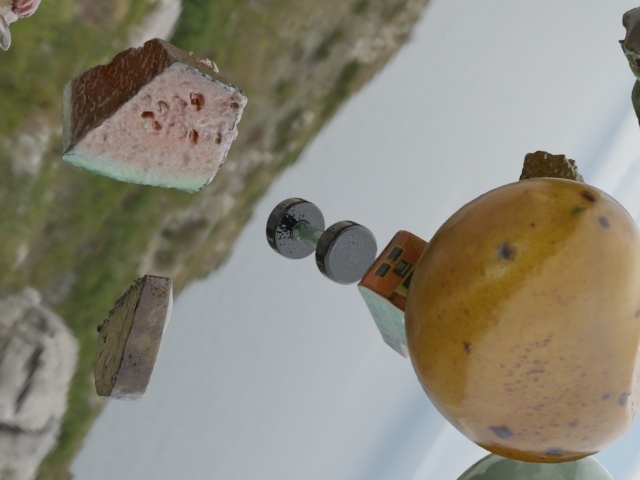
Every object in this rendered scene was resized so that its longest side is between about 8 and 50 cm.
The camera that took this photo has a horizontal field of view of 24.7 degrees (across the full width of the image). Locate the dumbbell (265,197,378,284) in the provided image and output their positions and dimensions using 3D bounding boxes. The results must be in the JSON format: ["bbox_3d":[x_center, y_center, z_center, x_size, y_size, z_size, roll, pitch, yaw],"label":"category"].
[{"bbox_3d":[0.000,0.000,2.295,0.100,0.100,0.191,-57,-146,-6],"label":"dumbbell"}]

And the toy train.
[{"bbox_3d":[0.097,0.060,1.310,0.072,0.099,0.188,-49,153,-12],"label":"toy train"}]

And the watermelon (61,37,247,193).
[{"bbox_3d":[-0.187,-0.171,1.781,0.256,0.192,0.140,-38,-131,55],"label":"watermelon"}]

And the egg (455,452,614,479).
[{"bbox_3d":[0.172,0.299,1.298,0.264,0.182,0.183,-56,171,-24],"label":"egg"}]

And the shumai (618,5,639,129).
[{"bbox_3d":[0.545,-0.235,2.003,0.222,0.260,0.225,61,29,-53],"label":"shumai"}]

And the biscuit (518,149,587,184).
[{"bbox_3d":[0.262,0.027,1.556,0.026,0.131,0.237,20,79,-71],"label":"biscuit"}]

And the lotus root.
[{"bbox_3d":[-0.289,0.162,2.228,0.260,0.074,0.170,143,-41,-64],"label":"lotus root"}]

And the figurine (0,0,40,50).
[{"bbox_3d":[-0.432,-0.298,1.820,0.387,0.166,0.207,-41,160,-1],"label":"figurine"}]

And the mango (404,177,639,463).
[{"bbox_3d":[0.158,0.056,1.097,0.290,0.191,0.160,87,17,-53],"label":"mango"}]
